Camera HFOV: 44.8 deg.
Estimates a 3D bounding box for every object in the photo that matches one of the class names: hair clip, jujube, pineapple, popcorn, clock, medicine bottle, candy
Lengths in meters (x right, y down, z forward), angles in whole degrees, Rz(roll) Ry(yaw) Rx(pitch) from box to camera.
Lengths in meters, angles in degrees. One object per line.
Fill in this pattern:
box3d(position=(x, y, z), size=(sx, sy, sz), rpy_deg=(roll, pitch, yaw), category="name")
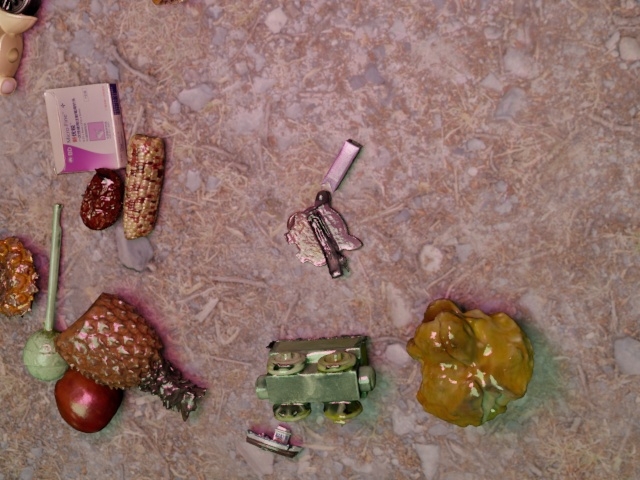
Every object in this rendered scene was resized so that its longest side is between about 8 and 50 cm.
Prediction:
box3d(position=(0.003, -0.001, 1.740), size=(0.146, 0.056, 0.187), rpy_deg=(-31, 86, 19), category="hair clip")
box3d(position=(-0.500, -0.090, 1.789), size=(0.104, 0.104, 0.166), rpy_deg=(39, 134, 1), category="jujube")
box3d(position=(-0.436, 0.290, 1.836), size=(0.362, 0.202, 0.202), rpy_deg=(40, 109, -7), category="pineapple")
box3d(position=(0.306, 0.260, 1.641), size=(0.276, 0.225, 0.276), rpy_deg=(1, 75, -4), category="popcorn")
box3d(position=(-0.773, 0.092, 1.887), size=(0.224, 0.076, 0.225), rpy_deg=(1, 91, 34), category="pineapple")
box3d(position=(-0.808, -0.471, 1.777), size=(0.379, 0.120, 0.276), rpy_deg=(4, 102, 17), category="clock")
box3d(position=(-0.540, -0.256, 1.796), size=(0.171, 0.052, 0.201), rpy_deg=(-2, 101, 13), category="medicine bottle")
box3d(position=(-0.660, 0.129, 1.900), size=(0.119, 0.119, 0.440), rpy_deg=(7, 98, 11), category="candy")

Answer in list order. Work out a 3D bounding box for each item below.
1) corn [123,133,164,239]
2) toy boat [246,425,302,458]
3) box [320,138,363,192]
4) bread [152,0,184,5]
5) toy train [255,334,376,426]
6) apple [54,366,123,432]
box3d(position=(-0.408, -0.119, 1.781), size=(0.086, 0.086, 0.253), rpy_deg=(13, 106, 10), category="corn")
box3d(position=(-0.110, 0.479, 1.877), size=(0.140, 0.059, 0.066), rpy_deg=(18, 80, 9), category="toy boat")
box3d(position=(0.046, -0.163, 1.685), size=(0.036, 0.050, 0.117), rpy_deg=(33, 106, 5), category="box")
box3d(position=(-0.327, -0.582, 1.653), size=(0.119, 0.084, 0.177), rpy_deg=(-22, 94, 16), category="bread")
box3d(position=(-0.007, 0.306, 1.741), size=(0.271, 0.188, 0.159), rpy_deg=(-5, 102, 12), category="toy train")
box3d(position=(-0.570, 0.380, 1.897), size=(0.158, 0.156, 0.147), rpy_deg=(44, 151, -16), category="apple")
